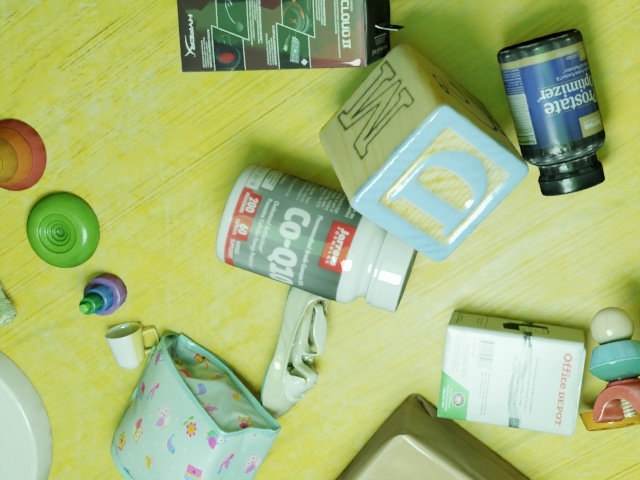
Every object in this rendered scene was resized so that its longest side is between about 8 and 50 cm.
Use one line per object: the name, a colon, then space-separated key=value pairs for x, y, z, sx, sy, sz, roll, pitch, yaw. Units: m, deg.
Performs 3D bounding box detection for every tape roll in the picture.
tape roll: x=-0.661 y=0.350 z=1.984 sx=0.392 sy=0.072 sz=0.392 roll=3 pitch=104 yaw=11

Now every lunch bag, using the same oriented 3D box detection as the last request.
lunch bag: x=-0.218 y=0.305 z=1.829 sx=0.262 sy=0.160 sz=0.223 roll=42 pitch=114 yaw=38

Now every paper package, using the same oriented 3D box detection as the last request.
paper package: x=0.156 y=0.465 z=1.787 sx=0.309 sy=0.168 sz=0.325 roll=37 pitch=107 yaw=0

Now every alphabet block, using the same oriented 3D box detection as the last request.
alphabet block: x=0.140 y=-0.124 z=1.600 sx=0.192 sy=0.197 sz=0.193 roll=33 pitch=110 yaw=-33

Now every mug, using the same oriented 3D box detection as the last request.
mug: x=-0.311 y=0.176 z=1.875 sx=0.078 sy=0.062 sz=0.064 roll=-6 pitch=110 yaw=20

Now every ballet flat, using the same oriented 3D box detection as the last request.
ballet flat: x=-0.034 y=0.184 z=1.797 sx=0.086 sy=0.086 sz=0.248 roll=14 pitch=106 yaw=9

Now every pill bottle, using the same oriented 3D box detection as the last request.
pill bottle: x=0.335 y=-0.180 z=1.619 sx=0.123 sy=0.123 sz=0.219 roll=-14 pitch=100 yaw=15
pill bottle: x=0.000 y=0.000 z=1.712 sx=0.283 sy=0.161 sz=0.161 roll=19 pitch=106 yaw=7

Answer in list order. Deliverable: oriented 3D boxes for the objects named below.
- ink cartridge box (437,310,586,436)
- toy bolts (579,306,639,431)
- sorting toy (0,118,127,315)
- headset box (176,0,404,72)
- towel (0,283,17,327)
ink cartridge box: x=0.292 y=0.202 z=1.736 sx=0.208 sy=0.087 sz=0.153 roll=8 pitch=104 yaw=11
toy bolts: x=0.448 y=0.183 z=1.658 sx=0.218 sy=0.228 sz=0.158 roll=-20 pitch=70 yaw=37
sorting toy: x=-0.449 y=-0.025 z=1.821 sx=0.127 sy=0.126 sz=0.365 roll=-33 pitch=94 yaw=17
headset box: x=-0.030 y=-0.305 z=1.617 sx=0.293 sy=0.218 sz=0.110 roll=0 pitch=104 yaw=12
towel: x=-0.591 y=0.123 z=1.904 sx=0.148 sy=0.027 sz=0.110 roll=-32 pitch=74 yaw=-3
